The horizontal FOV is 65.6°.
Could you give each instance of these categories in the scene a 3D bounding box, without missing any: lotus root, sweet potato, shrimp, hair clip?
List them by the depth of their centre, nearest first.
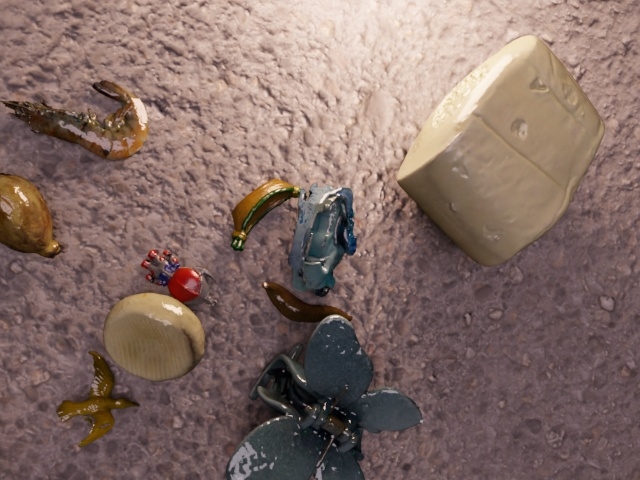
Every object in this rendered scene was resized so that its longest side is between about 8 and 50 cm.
[{"bbox_3d":[-0.627,-0.047,1.030,0.138,0.138,0.214,-37,106,-10],"label":"lotus root"},{"bbox_3d":[-0.529,-0.289,1.095,0.295,0.058,0.169,20,79,-15],"label":"shrimp"},{"bbox_3d":[0.011,0.383,1.116,0.318,0.238,0.392,34,83,-11],"label":"hair clip"},{"bbox_3d":[-0.037,0.168,1.199,0.249,0.059,0.069,23,73,-16],"label":"sweet potato"}]

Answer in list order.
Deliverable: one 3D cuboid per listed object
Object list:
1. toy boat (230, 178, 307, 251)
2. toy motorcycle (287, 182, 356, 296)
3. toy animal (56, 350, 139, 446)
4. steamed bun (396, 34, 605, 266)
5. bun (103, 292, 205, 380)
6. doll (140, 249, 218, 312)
[{"bbox_3d":[-0.133,-0.067,1.153,0.229,0.089,0.088,-40,75,-21],"label":"toy boat"},{"bbox_3d":[0.000,0.000,1.146,0.154,0.206,0.260,11,87,25],"label":"toy motorcycle"},{"bbox_3d":[-0.483,0.361,1.092,0.095,0.155,0.219,-30,53,13],"label":"toy animal"},{"bbox_3d":[0.418,-0.202,1.184,0.371,0.290,0.456,43,84,-15],"label":"steamed bun"},{"bbox_3d":[-0.360,0.203,1.100,0.222,0.128,0.223,-1,118,-2],"label":"bun"},{"bbox_3d":[-0.318,0.095,1.136,0.194,0.062,0.104,34,71,-3],"label":"doll"}]
